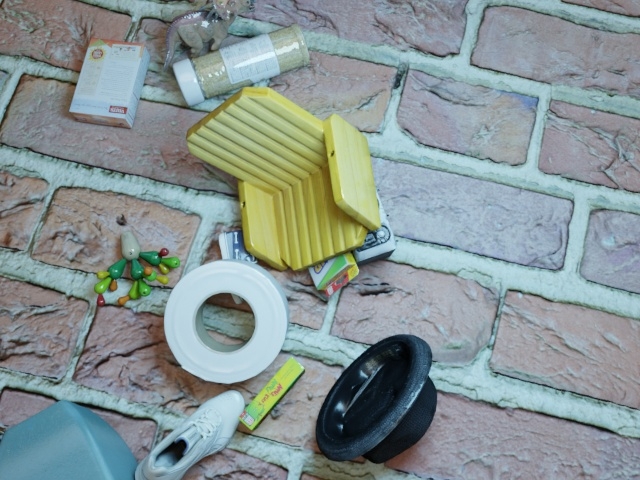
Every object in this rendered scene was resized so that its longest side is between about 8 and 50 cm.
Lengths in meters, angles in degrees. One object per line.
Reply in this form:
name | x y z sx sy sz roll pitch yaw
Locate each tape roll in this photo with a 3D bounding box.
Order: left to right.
tape roll | -0.217 0.186 1.504 0.287 0.100 0.285 0 92 0

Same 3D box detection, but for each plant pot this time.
plant pot | -0.551 0.496 1.394 0.247 0.247 0.252 -28 66 -7

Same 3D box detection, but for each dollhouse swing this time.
dollhouse swing | -0.106 -0.120 1.448 0.347 0.305 0.314 -23 67 41

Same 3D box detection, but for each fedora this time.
fedora | 0.150 0.375 1.432 0.152 0.334 0.334 44 77 -19

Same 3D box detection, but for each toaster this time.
toaster | 0.109 -0.032 1.575 0.110 0.185 0.167 -19 82 -2

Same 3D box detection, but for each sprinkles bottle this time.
sprinkles bottle | -0.212 -0.474 1.729 0.356 0.121 0.121 -21 74 -5

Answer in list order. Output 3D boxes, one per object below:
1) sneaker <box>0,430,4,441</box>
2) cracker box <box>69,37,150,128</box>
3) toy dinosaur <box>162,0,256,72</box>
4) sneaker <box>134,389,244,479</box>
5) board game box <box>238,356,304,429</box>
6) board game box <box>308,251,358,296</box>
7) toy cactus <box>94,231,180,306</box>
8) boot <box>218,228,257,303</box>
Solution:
sneaker | -0.737 0.509 1.467 0.215 0.083 0.084 41 80 13
cracker box | -0.571 -0.429 1.750 0.156 0.067 0.232 9 73 4
toy dinosaur | -0.324 -0.580 1.722 0.296 0.200 0.127 -30 75 -7
sneaker | -0.273 0.439 1.428 0.111 0.129 0.297 42 51 8
board game box | -0.111 0.358 1.497 0.043 0.092 0.181 40 78 10
board game box | 0.000 0.000 1.575 0.039 0.124 0.259 0 57 -46
toy cactus | -0.468 0.059 1.596 0.219 0.112 0.180 -25 65 2
boot | -0.193 0.059 1.598 0.086 0.069 0.189 -16 73 2
